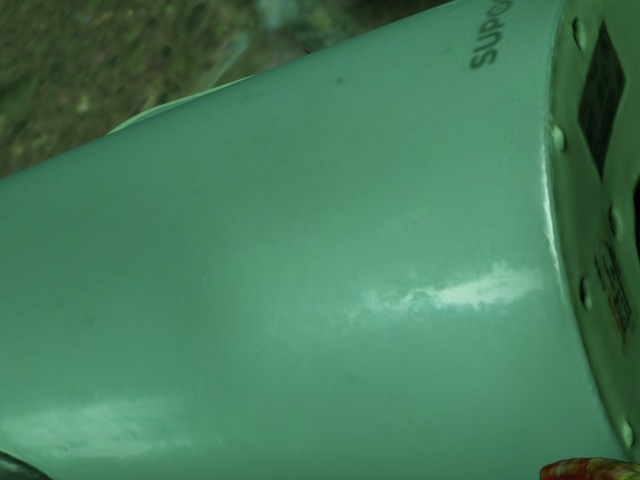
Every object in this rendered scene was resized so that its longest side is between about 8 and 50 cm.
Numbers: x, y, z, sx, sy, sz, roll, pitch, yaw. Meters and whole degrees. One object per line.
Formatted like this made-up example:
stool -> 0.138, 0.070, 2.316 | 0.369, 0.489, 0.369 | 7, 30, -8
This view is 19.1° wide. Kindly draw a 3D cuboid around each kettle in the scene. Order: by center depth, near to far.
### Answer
kettle -> 0.000, 0.000, 0.583 | 0.243, 0.160, 0.210 | -10, 40, 30

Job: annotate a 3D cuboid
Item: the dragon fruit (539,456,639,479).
dragon fruit -> 0.108, 0.125, 0.402 | 0.127, 0.161, 0.120 | -6, 61, 66
